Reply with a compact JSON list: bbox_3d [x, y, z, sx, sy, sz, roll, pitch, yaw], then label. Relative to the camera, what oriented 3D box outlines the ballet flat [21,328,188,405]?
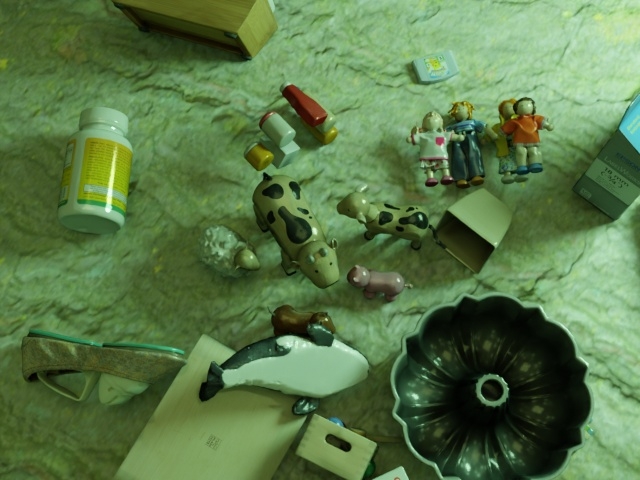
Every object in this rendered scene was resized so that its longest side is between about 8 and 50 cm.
[{"bbox_3d":[-0.360,0.216,1.550,0.316,0.107,0.106,3,76,26],"label":"ballet flat"}]

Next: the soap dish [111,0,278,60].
[{"bbox_3d":[-0.235,-0.437,1.741,0.291,0.229,0.118,16,88,5],"label":"soap dish"}]

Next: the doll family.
[{"bbox_3d":[0.295,-0.183,1.726,0.263,0.118,0.163,-6,77,16],"label":"doll family"}]

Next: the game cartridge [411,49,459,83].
[{"bbox_3d":[0.223,-0.331,1.811,0.083,0.017,0.056,-17,76,-6],"label":"game cartridge"}]

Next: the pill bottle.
[{"bbox_3d":[-0.398,-0.126,1.681,0.117,0.117,0.208,2,71,0],"label":"pill bottle"}]

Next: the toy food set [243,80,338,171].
[{"bbox_3d":[-0.061,-0.211,1.671,0.104,0.111,0.232,46,44,15],"label":"toy food set"}]

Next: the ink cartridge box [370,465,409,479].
[{"bbox_3d":[0.076,0.453,1.484,0.176,0.127,0.128,-24,73,-9],"label":"ink cartridge box"}]

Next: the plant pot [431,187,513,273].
[{"bbox_3d":[0.277,-0.026,1.666,0.109,0.109,0.096,39,63,11],"label":"plant pot"}]

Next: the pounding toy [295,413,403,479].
[{"bbox_3d":[0.050,0.335,1.533,0.141,0.130,0.100,24,79,12],"label":"pounding toy"}]

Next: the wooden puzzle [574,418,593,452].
[{"bbox_3d":[0.429,0.324,1.595,0.083,0.006,0.049,-43,77,-13],"label":"wooden puzzle"}]

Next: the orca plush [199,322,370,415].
[{"bbox_3d":[-0.067,0.209,1.547,0.287,0.102,0.151,-15,109,-23],"label":"orca plush"}]

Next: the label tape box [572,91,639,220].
[{"bbox_3d":[0.579,-0.199,1.601,0.106,0.333,0.240,40,76,12],"label":"label tape box"}]

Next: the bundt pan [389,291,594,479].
[{"bbox_3d":[0.273,0.256,1.556,0.331,0.124,0.331,0,72,0],"label":"bundt pan"}]

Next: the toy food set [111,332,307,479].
[{"bbox_3d":[-0.178,0.334,1.554,0.220,0.092,0.306,31,75,-3],"label":"toy food set"}]

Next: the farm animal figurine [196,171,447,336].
[{"bbox_3d":[0.000,0.000,1.613,0.327,0.172,0.330,42,76,12],"label":"farm animal figurine"}]
